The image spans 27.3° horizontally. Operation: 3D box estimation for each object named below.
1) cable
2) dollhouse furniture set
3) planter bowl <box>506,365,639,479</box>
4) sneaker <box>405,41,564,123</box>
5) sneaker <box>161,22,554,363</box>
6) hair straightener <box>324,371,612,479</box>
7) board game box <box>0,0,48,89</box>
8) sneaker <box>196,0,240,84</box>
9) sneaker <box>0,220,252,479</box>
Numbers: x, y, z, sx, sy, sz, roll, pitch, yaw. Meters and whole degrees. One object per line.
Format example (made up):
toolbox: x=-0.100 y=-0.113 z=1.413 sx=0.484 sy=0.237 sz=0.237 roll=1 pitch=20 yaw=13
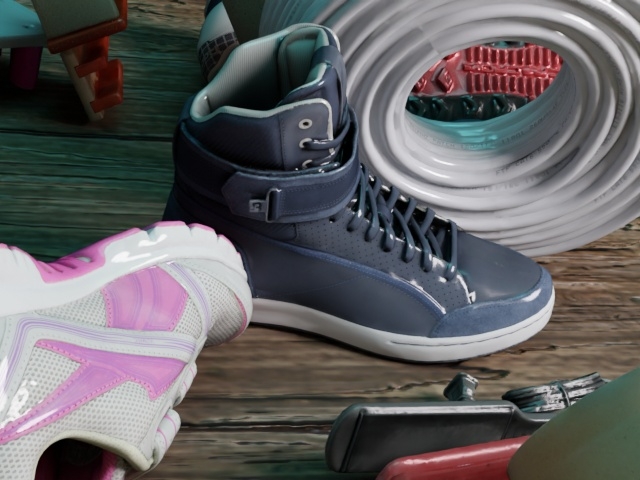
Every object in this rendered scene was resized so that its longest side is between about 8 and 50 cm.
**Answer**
cable: x=0.094 y=-0.092 z=0.759 sx=0.257 sy=0.257 sz=0.089 roll=-16 pitch=45 yaw=14
dollhouse furniture set: x=-0.062 y=-0.195 z=0.883 sx=0.259 sy=0.135 sz=0.262 roll=-20 pitch=30 yaw=3
planter bowl: x=0.174 y=0.114 z=0.546 sx=0.162 sy=0.162 sz=0.109 roll=-8 pitch=62 yaw=-29
sneaker: x=0.084 y=-0.097 z=0.916 sx=0.262 sy=0.125 sz=0.104 roll=11 pitch=70 yaw=-5
sneaker: x=0.029 y=-0.024 z=0.696 sx=0.226 sy=0.163 sz=0.086 roll=8 pitch=38 yaw=-5
hair straightener: x=0.102 y=0.084 z=0.658 sx=0.230 sy=0.047 sz=0.089 roll=-7 pitch=35 yaw=-29
board game box: x=-0.443 y=-0.176 z=0.870 sx=0.390 sy=0.050 sz=0.390 roll=29 pitch=26 yaw=29
sneaker: x=0.025 y=-0.133 z=0.986 sx=0.235 sy=0.090 sz=0.095 roll=4 pitch=42 yaw=-4
sneaker: x=-0.110 y=0.061 z=0.589 sx=0.103 sy=0.111 sz=0.252 roll=-22 pitch=-6 yaw=30
